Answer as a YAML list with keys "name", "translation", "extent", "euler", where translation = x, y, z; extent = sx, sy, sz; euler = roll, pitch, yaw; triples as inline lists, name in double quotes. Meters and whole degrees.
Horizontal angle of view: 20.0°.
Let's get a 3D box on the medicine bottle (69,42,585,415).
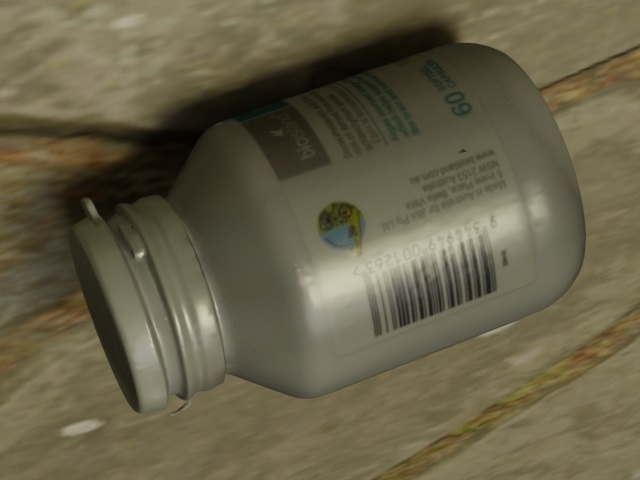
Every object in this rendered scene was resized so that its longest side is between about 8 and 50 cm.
- name: "medicine bottle"
  translation: [0.000, 0.000, 0.836]
  extent: [0.215, 0.135, 0.135]
  euler: [-20, 144, -13]
